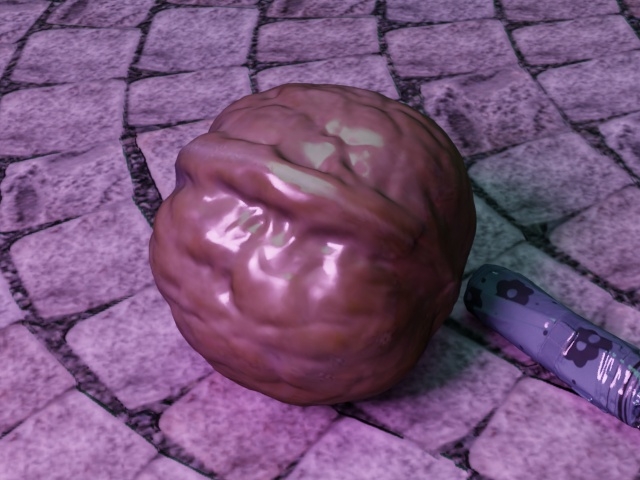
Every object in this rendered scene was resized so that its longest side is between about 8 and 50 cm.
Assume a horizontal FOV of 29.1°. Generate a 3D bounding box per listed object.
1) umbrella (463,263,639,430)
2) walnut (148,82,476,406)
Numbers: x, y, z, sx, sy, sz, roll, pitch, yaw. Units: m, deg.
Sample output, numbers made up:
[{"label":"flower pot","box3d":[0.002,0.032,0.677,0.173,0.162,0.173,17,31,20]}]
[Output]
[{"label":"umbrella","box3d":[0.206,0.091,0.937,0.053,0.052,0.250,6,22,-47]},{"label":"walnut","box3d":[0.000,0.001,0.932,0.248,0.248,0.248,-3,39,3]}]
